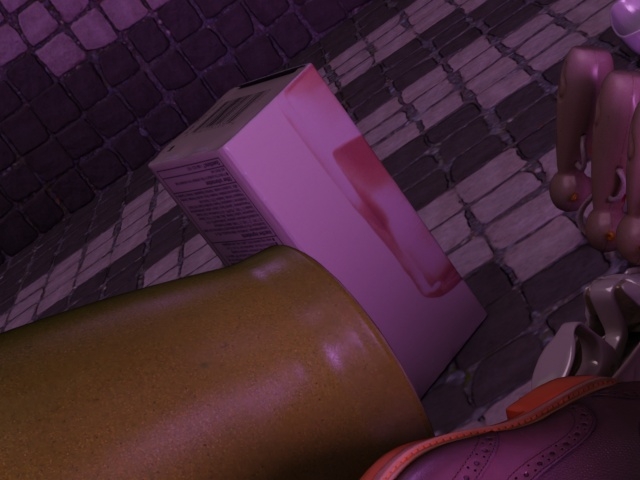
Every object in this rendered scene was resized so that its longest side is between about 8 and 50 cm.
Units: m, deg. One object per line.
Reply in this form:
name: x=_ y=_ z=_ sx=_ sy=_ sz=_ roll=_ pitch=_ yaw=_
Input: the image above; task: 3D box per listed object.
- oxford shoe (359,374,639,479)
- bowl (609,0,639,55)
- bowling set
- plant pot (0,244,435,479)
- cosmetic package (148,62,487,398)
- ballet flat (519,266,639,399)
oxford shoe: x=0.124 y=0.158 z=0.685 sx=0.132 sy=0.130 sz=0.363 roll=-8 pitch=13 yaw=42
bowl: x=0.409 y=-0.265 z=1.445 sx=0.142 sy=0.053 sz=0.142 roll=-30 pitch=18 yaw=20
bowling set: x=0.310 y=-0.060 z=1.044 sx=0.200 sy=0.154 sz=0.287 roll=4 pitch=19 yaw=-1
plant pot: x=-0.115 y=0.184 z=0.905 sx=0.353 sy=0.366 sz=0.366 roll=-30 pitch=16 yaw=-18
cosmetic package: x=0.000 y=0.000 z=1.157 sx=0.129 sy=0.296 sz=0.153 roll=-46 pitch=22 yaw=-28
ballet flat: x=0.213 y=0.076 z=0.924 sx=0.086 sy=0.086 sz=0.248 roll=-11 pitch=31 yaw=53
